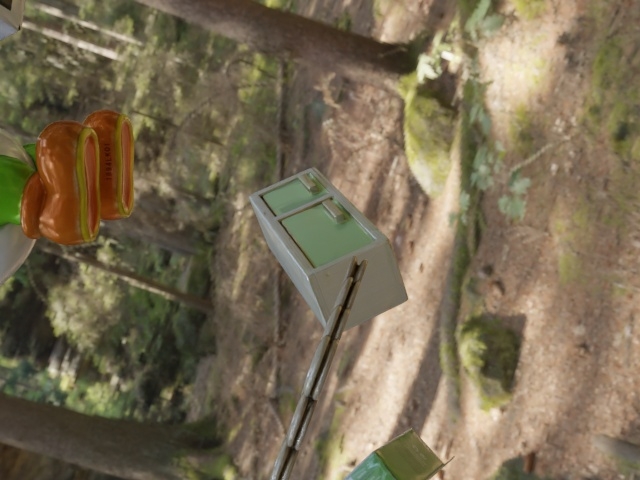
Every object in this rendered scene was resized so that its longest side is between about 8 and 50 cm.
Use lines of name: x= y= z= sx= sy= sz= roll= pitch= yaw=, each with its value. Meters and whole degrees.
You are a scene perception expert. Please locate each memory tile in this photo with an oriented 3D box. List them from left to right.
memory tile: x=0.000 y=0.081 z=0.529 sx=0.148 sy=0.012 sz=0.113 roll=-62 pitch=-8 yaw=-64

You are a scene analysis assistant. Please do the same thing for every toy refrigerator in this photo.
toy refrigerator: x=0.000 y=0.000 z=1.019 sx=0.269 sy=0.102 sz=0.094 roll=-129 pitch=16 yaw=-61

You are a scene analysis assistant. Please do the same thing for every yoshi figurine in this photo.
yoshi figurine: x=-0.359 y=-0.088 z=0.722 sx=0.203 sy=0.362 sz=0.203 roll=84 pitch=-173 yaw=-54

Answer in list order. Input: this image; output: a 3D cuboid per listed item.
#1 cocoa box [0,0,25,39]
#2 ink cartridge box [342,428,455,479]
cocoa box: x=-0.559 y=-0.390 z=0.990 sx=0.228 sy=0.347 sz=0.231 roll=-14 pitch=64 yaw=29
ink cartridge box: x=0.079 y=0.287 z=0.983 sx=0.109 sy=0.062 sz=0.209 roll=-47 pitch=-18 yaw=14
